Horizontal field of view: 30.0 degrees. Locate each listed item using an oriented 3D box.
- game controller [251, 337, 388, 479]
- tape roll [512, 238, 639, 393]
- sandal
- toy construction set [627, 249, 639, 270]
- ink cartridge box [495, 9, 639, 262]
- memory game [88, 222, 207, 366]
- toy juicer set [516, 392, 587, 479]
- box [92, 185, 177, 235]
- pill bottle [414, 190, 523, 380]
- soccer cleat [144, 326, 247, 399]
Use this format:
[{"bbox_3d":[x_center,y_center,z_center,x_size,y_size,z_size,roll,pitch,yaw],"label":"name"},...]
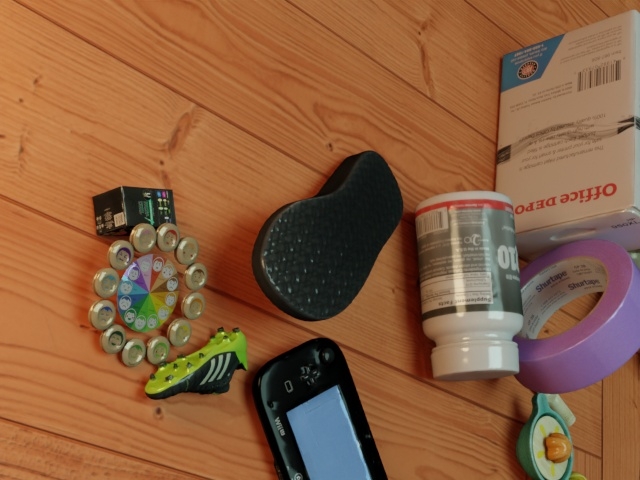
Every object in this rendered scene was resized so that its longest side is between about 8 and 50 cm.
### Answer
[{"bbox_3d":[0.009,0.300,1.650,0.166,0.067,0.319,-25,97,-49],"label":"game controller"},{"bbox_3d":[0.418,0.125,2.002,0.090,0.274,0.275,49,47,-26],"label":"tape roll"},{"bbox_3d":[0.002,0.002,1.723,0.168,0.107,0.446,65,29,-9],"label":"sandal"},{"bbox_3d":[0.674,0.115,2.365,0.309,0.257,0.237,53,29,-52],"label":"toy construction set"},{"bbox_3d":[0.477,-0.174,2.152,0.166,0.285,0.395,29,59,-40],"label":"ink cartridge box"},{"bbox_3d":[-0.208,0.067,1.471,0.186,0.012,0.186,-14,110,-45],"label":"memory game"},{"bbox_3d":[0.413,0.371,2.063,0.209,0.089,0.329,32,56,-38],"label":"toy juicer set"},{"bbox_3d":[-0.231,-0.035,1.486,0.083,0.062,0.052,1,77,-49],"label":"box"},{"bbox_3d":[0.238,0.076,1.902,0.161,0.161,0.283,11,70,-46],"label":"pill bottle"},{"bbox_3d":[-0.151,0.172,1.520,0.179,0.060,0.072,-30,114,-49],"label":"soccer cleat"}]
